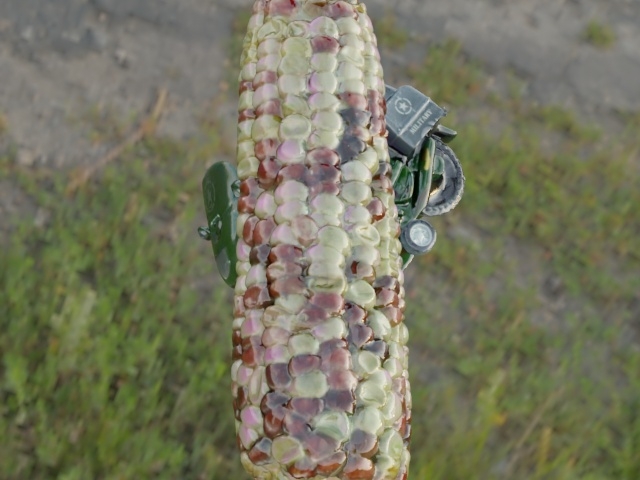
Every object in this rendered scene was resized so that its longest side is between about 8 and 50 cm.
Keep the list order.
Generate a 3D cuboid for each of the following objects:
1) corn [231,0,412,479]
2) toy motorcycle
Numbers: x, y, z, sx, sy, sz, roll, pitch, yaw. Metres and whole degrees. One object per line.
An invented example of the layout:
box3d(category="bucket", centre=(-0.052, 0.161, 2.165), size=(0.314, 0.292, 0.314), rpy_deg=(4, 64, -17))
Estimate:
box3d(category="corn", centre=(0.000, 0.000, 0.933), size=(0.092, 0.092, 0.281), rpy_deg=(4, 75, -21))
box3d(category="toy motorcycle", centre=(0.006, -0.033, 1.554), size=(0.187, 0.125, 0.275), rpy_deg=(42, 60, -2))
